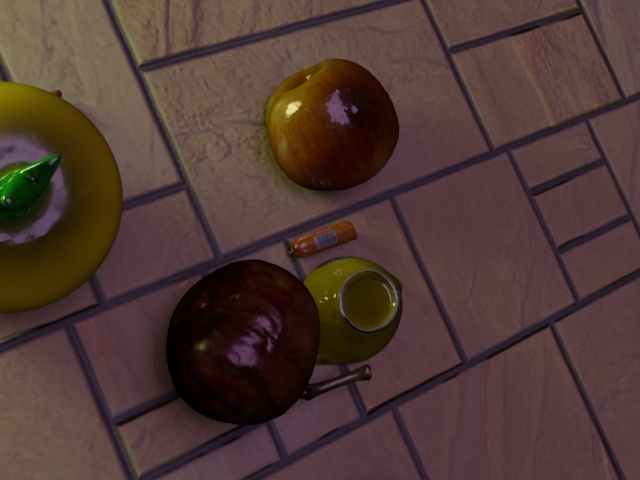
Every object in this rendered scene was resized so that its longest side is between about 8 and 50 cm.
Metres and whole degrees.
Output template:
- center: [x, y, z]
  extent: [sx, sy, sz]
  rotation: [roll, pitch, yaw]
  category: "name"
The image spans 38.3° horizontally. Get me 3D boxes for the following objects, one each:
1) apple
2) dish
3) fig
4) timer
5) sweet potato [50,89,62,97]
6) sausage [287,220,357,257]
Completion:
- center: [0.021, -0.160, 1.290]
  extent: [0.195, 0.160, 0.173]
  rotation: [-42, 117, -22]
  category: "apple"
- center: [0.047, 0.091, 1.262]
  extent: [0.207, 0.080, 0.149]
  rotation: [-27, 88, -30]
  category: "dish"
- center: [-0.077, 0.152, 1.150]
  extent: [0.250, 0.186, 0.204]
  rotation: [58, 40, -38]
  category: "fig"
- center: [-0.334, -0.047, 0.991]
  extent: [0.285, 0.285, 0.285]
  rotation: [7, 73, -23]
  category: "timer"
- center: [-0.372, -0.121, 1.145]
  extent: [0.044, 0.044, 0.179]
  rotation: [26, 67, -16]
  category: "sweet potato"
- center: [0.000, 0.000, 1.292]
  extent: [0.107, 0.031, 0.031]
  rotation: [-18, 84, -28]
  category: "sausage"
